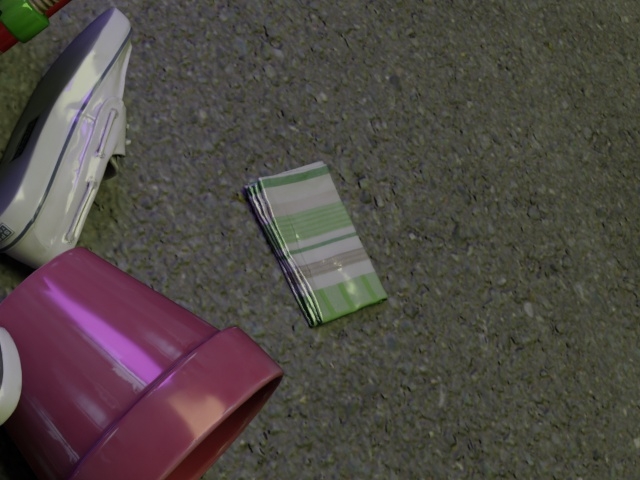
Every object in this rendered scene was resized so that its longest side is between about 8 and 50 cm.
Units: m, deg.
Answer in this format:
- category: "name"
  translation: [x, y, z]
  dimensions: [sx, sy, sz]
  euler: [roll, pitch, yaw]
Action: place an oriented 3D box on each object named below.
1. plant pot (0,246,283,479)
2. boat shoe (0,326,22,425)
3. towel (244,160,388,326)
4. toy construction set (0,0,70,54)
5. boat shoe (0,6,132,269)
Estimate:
- category: "plant pot"
  translation: [-0.160, 0.111, 1.234]
  dimensions: [0.180, 0.201, 0.201]
  euler: [42, 42, 8]
- category: "boat shoe"
  translation: [-0.289, 0.052, 1.168]
  dimensions: [0.219, 0.078, 0.070]
  euler: [47, 2, 35]
- category: "towel"
  translation: [0.000, 0.000, 1.557]
  dimensions: [0.113, 0.023, 0.152]
  euler: [-19, 79, -46]
- category: "toy construction set"
  translation: [-0.339, -0.213, 1.131]
  dimensions: [0.309, 0.237, 0.257]
  euler: [48, 9, -32]
- category: "boat shoe"
  translation: [-0.206, -0.082, 1.380]
  dimensions: [0.084, 0.095, 0.258]
  euler: [38, 56, -25]
